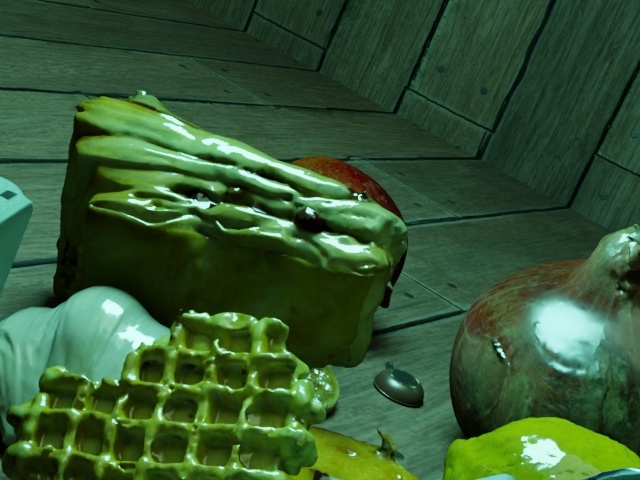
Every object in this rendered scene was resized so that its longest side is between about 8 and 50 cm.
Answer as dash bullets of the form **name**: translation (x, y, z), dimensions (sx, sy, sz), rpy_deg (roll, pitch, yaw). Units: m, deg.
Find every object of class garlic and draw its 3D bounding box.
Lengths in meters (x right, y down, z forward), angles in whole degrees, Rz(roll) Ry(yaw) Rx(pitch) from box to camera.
- **garlic**: translation (-0.199, 0.122, 1.182), dimensions (0.229, 0.143, 0.178), rpy_deg (26, 17, 0)

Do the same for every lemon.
- **lemon**: translation (0.223, 0.271, 1.193), dimensions (0.260, 0.204, 0.204), rpy_deg (34, 19, 18)

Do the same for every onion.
- **onion**: translation (0.327, 0.175, 1.498), dimensions (0.353, 0.354, 0.354), rpy_deg (22, 16, -7)

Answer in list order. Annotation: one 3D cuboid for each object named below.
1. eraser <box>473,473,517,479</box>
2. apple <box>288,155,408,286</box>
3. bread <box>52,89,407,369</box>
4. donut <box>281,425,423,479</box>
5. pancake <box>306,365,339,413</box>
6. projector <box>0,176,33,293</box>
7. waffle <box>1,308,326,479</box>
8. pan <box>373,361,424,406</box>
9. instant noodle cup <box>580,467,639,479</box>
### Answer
- **eraser**: translation (-0.002, 0.248, 0.851), dimensions (0.289, 0.104, 0.189), rpy_deg (-15, 11, 10)
- **apple**: translation (0.000, 0.000, 1.712), dimensions (0.218, 0.218, 0.201), rpy_deg (15, 11, -27)
- **bread**: translation (-0.121, 0.038, 1.322), dimensions (0.370, 0.314, 0.192), rpy_deg (26, 50, 5)
- **donut**: translation (-0.005, 0.240, 1.126), dimensions (0.253, 0.118, 0.253), rpy_deg (24, 17, -8)
- **pancake**: translation (-0.048, 0.154, 1.485), dimensions (0.158, 0.028, 0.158), rpy_deg (19, 19, -7)
- **projector**: translation (-0.353, 0.052, 1.085), dimensions (0.108, 0.198, 0.250), rpy_deg (24, 15, -1)
- **waffle**: translation (-0.125, 0.152, 1.048), dimensions (0.249, 0.253, 0.056), rpy_deg (34, -19, 31)
- **pan**: translation (0.098, 0.172, 1.640), dimensions (0.068, 0.023, 0.115), rpy_deg (19, 17, -14)
- **instant noodle cup**: translation (0.217, 0.346, 0.894), dimensions (0.284, 0.284, 0.312), rpy_deg (28, 24, 16)
